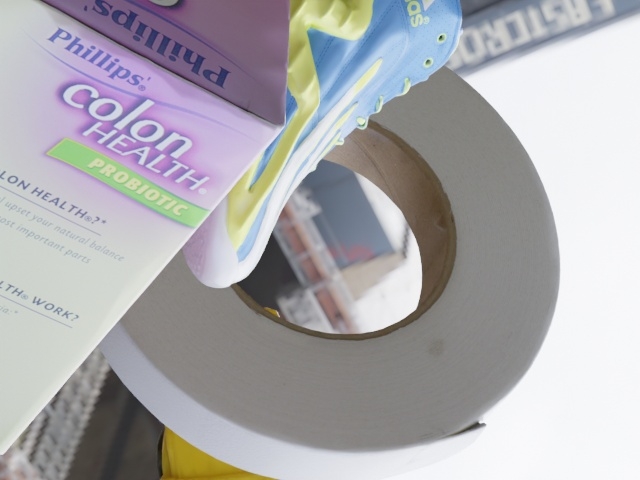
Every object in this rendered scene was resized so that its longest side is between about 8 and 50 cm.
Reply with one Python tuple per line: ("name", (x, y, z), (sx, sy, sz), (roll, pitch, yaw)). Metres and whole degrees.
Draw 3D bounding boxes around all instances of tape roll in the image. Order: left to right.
("tape roll", (0.000, 0.000, 1.253), (0.392, 0.392, 0.072), (-47, 174, -32))

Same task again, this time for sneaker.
("sneaker", (0.010, -0.083, 0.825), (0.091, 0.126, 0.240), (-145, -110, -68))

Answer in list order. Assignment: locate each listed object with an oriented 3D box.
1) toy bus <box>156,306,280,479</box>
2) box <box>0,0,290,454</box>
("toy bus", (-0.083, 0.133, 1.553), (0.149, 0.211, 0.220), (-10, -170, 14))
("box", (-0.167, -0.053, 0.680), (0.243, 0.213, 0.117), (-47, -153, 35))
